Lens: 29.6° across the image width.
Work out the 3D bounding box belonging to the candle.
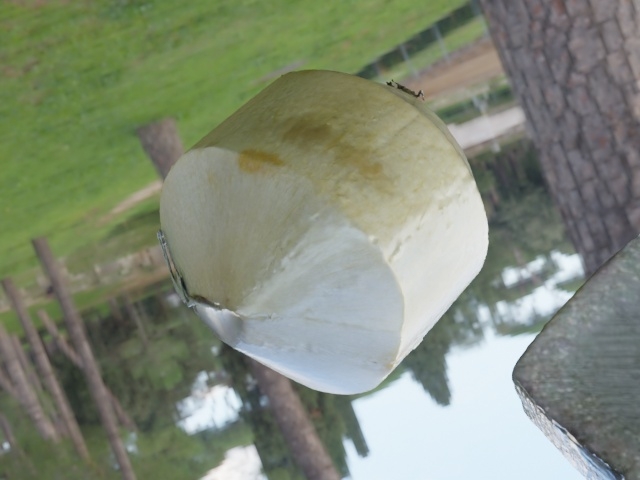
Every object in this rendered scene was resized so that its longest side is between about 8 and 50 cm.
[{"bbox_3d":[0.180,0.070,0.592,0.168,0.192,0.068,-3,151,16],"label":"candle"}]

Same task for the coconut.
[{"bbox_3d":[0.000,0.000,1.183,0.323,0.323,0.323,-21,-178,1],"label":"coconut"}]
